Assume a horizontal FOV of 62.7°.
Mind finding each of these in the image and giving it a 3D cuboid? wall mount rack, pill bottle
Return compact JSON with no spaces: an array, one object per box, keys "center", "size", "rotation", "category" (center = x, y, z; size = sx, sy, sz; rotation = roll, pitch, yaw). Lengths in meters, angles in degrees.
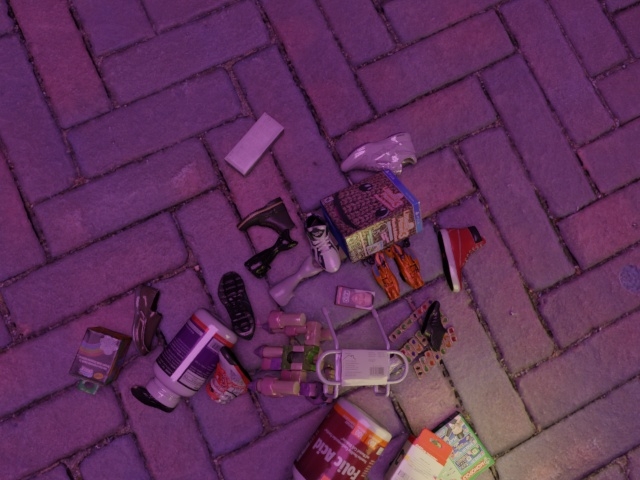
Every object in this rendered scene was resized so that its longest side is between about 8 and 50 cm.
[{"center":[0.123,0.379,1.797],"size":[0.349,0.130,0.305],"rotation":[6,78,-25],"category":"wall mount rack"},{"center":[-0.447,0.404,1.811],"size":[0.181,0.181,0.323],"rotation":[39,82,2],"category":"pill bottle"},{"center":[0.044,0.752,1.775],"size":[0.224,0.224,0.392],"rotation":[37,81,1],"category":"pill bottle"}]

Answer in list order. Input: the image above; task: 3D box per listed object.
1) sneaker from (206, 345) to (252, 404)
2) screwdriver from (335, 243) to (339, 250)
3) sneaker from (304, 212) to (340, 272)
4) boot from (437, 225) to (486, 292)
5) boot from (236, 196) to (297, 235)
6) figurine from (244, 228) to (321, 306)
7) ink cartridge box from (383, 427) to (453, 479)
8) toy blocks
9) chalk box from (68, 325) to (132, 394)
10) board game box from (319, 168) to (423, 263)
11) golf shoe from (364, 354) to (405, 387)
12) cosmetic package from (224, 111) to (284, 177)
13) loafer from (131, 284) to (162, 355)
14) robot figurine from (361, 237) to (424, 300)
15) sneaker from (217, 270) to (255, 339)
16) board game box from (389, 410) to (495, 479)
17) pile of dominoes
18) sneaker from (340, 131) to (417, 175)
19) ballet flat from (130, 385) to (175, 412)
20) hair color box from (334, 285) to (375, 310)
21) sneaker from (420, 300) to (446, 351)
[{"center":[-0.328,0.468,1.778],"size":[0.144,0.270,0.090],"rotation":[-30,52,-10],"category":"sneaker"},{"center":[0.083,-0.004,1.979],"size":[0.024,0.025,0.170],"rotation":[35,86,1],"category":"screwdriver"},{"center":[0.000,0.000,1.897],"size":[0.093,0.153,0.235],"rotation":[-17,78,5],"category":"sneaker"},{"center":[0.549,0.067,1.976],"size":[0.176,0.088,0.245],"rotation":[-6,79,-6],"category":"boot"},{"center":[-0.197,-0.056,1.948],"size":[0.197,0.077,0.137],"rotation":[-33,91,-6],"category":"boot"},{"center":[-0.132,0.098,1.916],"size":[0.209,0.092,0.215],"rotation":[-41,88,-6],"category":"figurine"},{"center":[0.340,0.774,1.821],"size":[0.134,0.078,0.231],"rotation":[36,81,1],"category":"ink cartridge box"},{"center":[-0.123,0.414,1.841],"size":[0.259,0.309,0.289],"rotation":[-6,68,28],"category":"toy blocks"},{"center":[-0.764,0.419,1.813],"size":[0.132,0.132,0.213],"rotation":[20,82,-2],"category":"chalk box"},{"center":[0.181,-0.091,1.886],"size":[0.290,0.141,0.232],"rotation":[-25,45,-7],"category":"board game box"},{"center":[0.223,0.469,1.912],"size":[0.176,0.069,0.086],"rotation":[-27,79,-16],"category":"golf shoe"},{"center":[-0.249,-0.360,1.988],"size":[0.099,0.060,0.239],"rotation":[40,81,0],"category":"cosmetic package"},{"center":[-0.610,0.280,1.859],"size":[0.087,0.094,0.252],"rotation":[-2,82,0],"category":"loafer"},{"center":[0.261,0.062,1.954],"size":[0.210,0.085,0.291],"rotation":[-25,85,-8],"category":"robot figurine"},{"center":[-0.299,0.239,1.889],"size":[0.101,0.106,0.268],"rotation":[-18,63,-4],"category":"sneaker"},{"center":[0.436,0.799,1.887],"size":[0.317,0.046,0.214],"rotation":[-34,86,-8],"category":"board game box"},{"center":[0.387,0.356,1.922],"size":[0.251,0.040,0.196],"rotation":[-39,87,-19],"category":"pile of dominoes"},{"center":[0.225,-0.303,1.986],"size":[0.304,0.114,0.152],"rotation":[-20,83,-6],"category":"sneaker"},{"center":[-0.589,0.556,1.856],"size":[0.173,0.049,0.058],"rotation":[25,124,1],"category":"ballet flat"},{"center":[0.126,0.214,1.945],"size":[0.141,0.043,0.072],"rotation":[9,81,-3],"category":"hair color box"},{"center":[0.423,0.312,1.918],"size":[0.089,0.051,0.170],"rotation":[30,68,-8],"category":"sneaker"}]
